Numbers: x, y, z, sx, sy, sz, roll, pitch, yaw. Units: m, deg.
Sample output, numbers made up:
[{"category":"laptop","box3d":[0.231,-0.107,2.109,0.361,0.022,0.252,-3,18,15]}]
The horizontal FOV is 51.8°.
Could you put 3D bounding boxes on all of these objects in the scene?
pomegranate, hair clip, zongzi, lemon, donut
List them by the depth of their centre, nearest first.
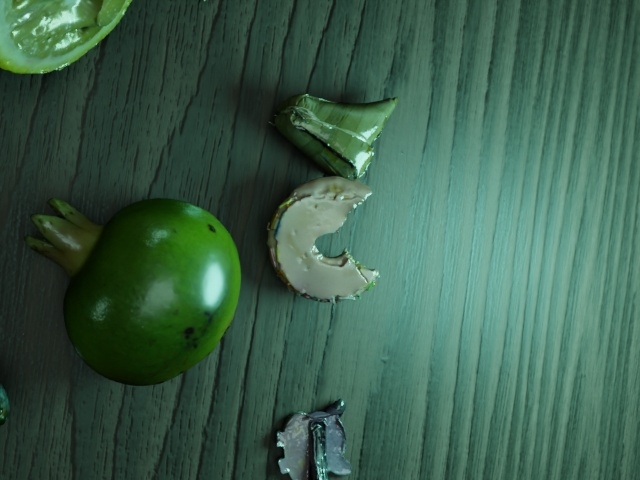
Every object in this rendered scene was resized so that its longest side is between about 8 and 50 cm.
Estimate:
[{"category":"lemon","box3d":[-0.442,-0.437,0.901,0.363,0.364,0.365,-1,93,-20]},{"category":"pomegranate","box3d":[-0.293,0.063,1.036,0.358,0.216,0.310,34,84,-17]},{"category":"donut","box3d":[0.000,0.000,1.196,0.198,0.085,0.233,-6,102,-9]},{"category":"zongzi","box3d":[0.034,-0.229,1.198,0.194,0.099,0.198,35,83,-24]},{"category":"hair clip","box3d":[-0.010,0.403,1.244,0.145,0.056,0.187,-7,86,-18]}]

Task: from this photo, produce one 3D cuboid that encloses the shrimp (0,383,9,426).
[{"category":"shrimp","box3d":[-0.603,0.138,0.978,0.372,0.137,0.172,47,62,-17]}]
